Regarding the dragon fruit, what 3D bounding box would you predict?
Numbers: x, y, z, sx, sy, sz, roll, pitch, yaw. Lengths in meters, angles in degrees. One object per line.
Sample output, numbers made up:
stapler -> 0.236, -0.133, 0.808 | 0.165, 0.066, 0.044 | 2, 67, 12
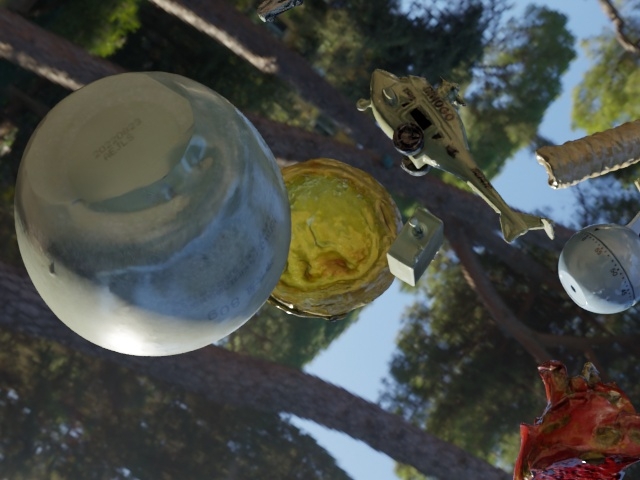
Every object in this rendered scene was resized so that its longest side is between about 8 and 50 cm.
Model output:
dragon fruit -> 0.337, 0.264, 1.269 | 0.262, 0.134, 0.211 | 101, 1, -50

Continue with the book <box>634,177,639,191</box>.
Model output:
book -> 0.583, -0.062, 1.251 | 0.242, 0.170, 0.018 | -26, 171, 7

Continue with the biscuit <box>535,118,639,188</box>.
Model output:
biscuit -> 0.376, -0.120, 1.164 | 0.219, 0.061, 0.055 | -19, 165, -17

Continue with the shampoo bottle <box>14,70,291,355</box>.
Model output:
shampoo bottle -> -0.196, -0.028, 1.088 | 0.322, 0.323, 0.317 | -61, 170, -21

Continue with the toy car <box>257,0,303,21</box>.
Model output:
toy car -> -0.059, -0.385, 1.468 | 0.093, 0.025, 0.041 | -28, -138, 12

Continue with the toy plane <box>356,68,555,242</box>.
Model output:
toy plane -> 0.153, -0.100, 1.044 | 0.108, 0.286, 0.092 | -37, 159, 1

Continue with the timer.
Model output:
timer -> 0.528, 0.018, 1.611 | 0.255, 0.175, 0.175 | -44, -164, -25

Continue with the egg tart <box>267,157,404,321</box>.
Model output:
egg tart -> 0.000, 0.000, 1.499 | 0.278, 0.279, 0.095 | -59, 178, -17

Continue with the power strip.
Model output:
power strip -> 0.118, 0.003, 1.136 | 0.075, 0.042, 0.175 | -55, 165, -9
